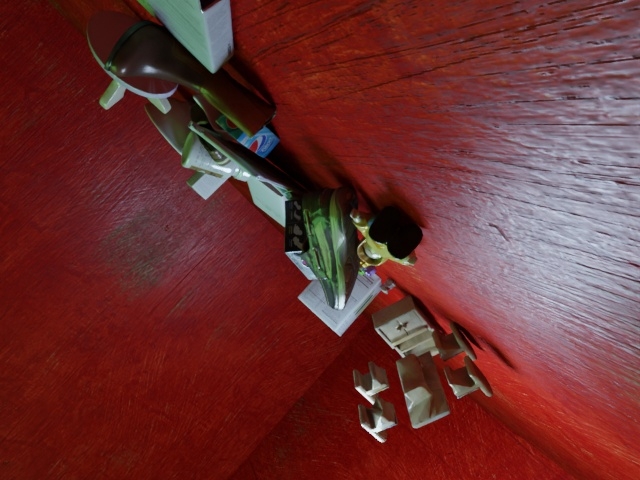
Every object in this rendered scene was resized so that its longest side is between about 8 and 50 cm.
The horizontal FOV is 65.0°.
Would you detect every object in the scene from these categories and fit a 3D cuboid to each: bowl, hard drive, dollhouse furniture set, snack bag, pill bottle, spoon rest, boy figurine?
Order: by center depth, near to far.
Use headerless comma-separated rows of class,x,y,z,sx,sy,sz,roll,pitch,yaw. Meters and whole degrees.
boy figurine,0.133,-0.005,1.114,0.177,0.092,0.285,40,171,0
spoon rest,-0.290,-0.351,1.450,0.276,0.084,0.137,35,169,46
snack bag,-0.184,-0.212,1.465,0.323,0.037,0.342,39,-169,27
dollhouse furniture set,0.320,0.414,1.601,0.256,0.362,0.394,48,-161,-32
pill bottle,-0.351,-0.285,1.736,0.229,0.131,0.131,15,-173,-28
bowl,-0.490,-0.419,1.848,0.298,0.134,0.298,51,-175,-6
hard drive,-0.208,-0.174,2.025,0.203,0.040,0.307,38,163,14

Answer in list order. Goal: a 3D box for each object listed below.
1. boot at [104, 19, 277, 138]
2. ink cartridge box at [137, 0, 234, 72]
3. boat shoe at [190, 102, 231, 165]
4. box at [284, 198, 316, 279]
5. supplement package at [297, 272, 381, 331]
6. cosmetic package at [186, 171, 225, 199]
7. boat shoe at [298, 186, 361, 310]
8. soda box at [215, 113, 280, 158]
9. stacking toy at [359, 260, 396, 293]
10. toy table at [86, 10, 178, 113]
boot,-0.240,-0.292,0.979,0.280,0.096,0.264,43,-153,-6
ink cartridge box,-0.274,-0.450,0.786,0.324,0.071,0.330,44,172,-6
boat shoe,-0.356,-0.357,1.593,0.257,0.095,0.095,56,-172,25
box,0.000,0.000,1.435,0.247,0.142,0.163,55,-150,-64
supplement package,0.084,0.206,1.975,0.198,0.263,0.199,40,173,17
cosmetic package,-0.413,-0.277,1.991,0.085,0.231,0.117,47,172,-30
boat shoe,0.021,0.018,1.228,0.130,0.132,0.355,11,127,19
soda box,-0.167,-0.259,1.191,0.071,0.067,0.210,42,-174,9
stacking toy,0.152,0.080,1.733,0.167,0.052,0.221,50,173,-34
toy table,-0.524,-0.489,1.417,0.274,0.252,0.161,53,156,-3
